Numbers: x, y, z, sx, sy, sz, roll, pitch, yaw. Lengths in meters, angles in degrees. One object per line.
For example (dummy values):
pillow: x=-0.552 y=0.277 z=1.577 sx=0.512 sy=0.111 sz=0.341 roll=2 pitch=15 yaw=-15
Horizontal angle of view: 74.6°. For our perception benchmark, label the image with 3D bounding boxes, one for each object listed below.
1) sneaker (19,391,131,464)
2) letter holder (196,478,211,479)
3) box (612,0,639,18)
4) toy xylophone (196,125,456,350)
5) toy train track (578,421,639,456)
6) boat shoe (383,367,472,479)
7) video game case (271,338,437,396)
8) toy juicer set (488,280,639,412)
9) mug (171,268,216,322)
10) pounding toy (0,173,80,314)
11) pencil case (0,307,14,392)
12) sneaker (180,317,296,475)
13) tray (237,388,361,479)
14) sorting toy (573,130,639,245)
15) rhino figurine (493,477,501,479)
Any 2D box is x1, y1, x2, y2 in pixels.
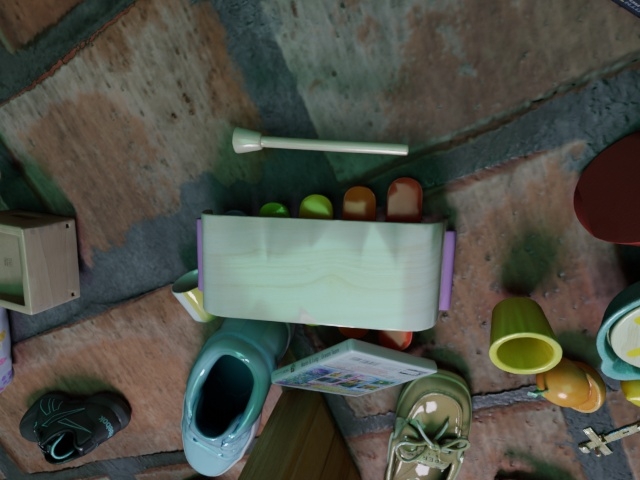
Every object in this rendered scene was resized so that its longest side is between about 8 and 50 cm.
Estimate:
sneaker: x=-0.483 y=0.347 z=0.775 sx=0.267 sy=0.106 sz=0.101 roll=-17 pitch=107 yaw=24
letter holder: x=-0.261 y=0.604 z=0.794 sx=0.301 sy=0.215 sz=0.152 roll=-34 pitch=125 yaw=26
box: x=0.303 y=-0.294 z=0.300 sx=0.183 sy=0.059 sz=0.233 roll=33 pitch=118 yaw=1
toy xylophone: x=0.000 y=0.000 z=0.479 sx=0.322 sy=0.081 sz=0.237 roll=11 pitch=100 yaw=8
toy train track: x=0.369 y=0.252 z=0.530 sx=0.048 sy=0.014 sz=0.083 roll=47 pitch=116 yaw=-6
boat shoe: x=0.143 y=0.307 z=0.578 sx=0.104 sy=0.089 sz=0.286 roll=10 pitch=114 yaw=13
video game case: x=0.043 y=0.165 z=0.527 sx=0.157 sy=0.019 sz=0.143 roll=24 pitch=138 yaw=-37
toy juicer set: x=0.356 y=0.109 z=0.406 sx=0.328 sy=0.090 sz=0.209 roll=-25 pitch=119 yaw=30
mug: x=-0.166 y=0.083 z=0.592 sx=0.078 sy=0.062 sz=0.064 roll=25 pitch=140 yaw=57
pounding toy: x=-0.466 y=-0.016 z=0.633 sx=0.180 sy=0.094 sz=0.206 roll=9 pitch=105 yaw=19
pencil case: x=-0.615 y=0.151 z=0.730 sx=0.124 sy=0.113 sz=0.273 roll=21 pitch=116 yaw=19
sneaker: x=-0.153 y=0.242 z=0.605 sx=0.135 sy=0.150 sz=0.366 roll=24 pitch=115 yaw=8
tray: x=-0.048 y=0.394 z=0.491 sx=0.076 sy=0.411 sz=0.203 roll=-16 pitch=106 yaw=23
sorting toy: x=0.408 y=-0.101 z=0.338 sx=0.126 sy=0.127 sz=0.365 roll=31 pitch=122 yaw=-24
rhino figurine: x=0.287 y=0.442 z=0.602 sx=0.106 sy=0.073 sz=0.244 roll=11 pitch=116 yaw=16
